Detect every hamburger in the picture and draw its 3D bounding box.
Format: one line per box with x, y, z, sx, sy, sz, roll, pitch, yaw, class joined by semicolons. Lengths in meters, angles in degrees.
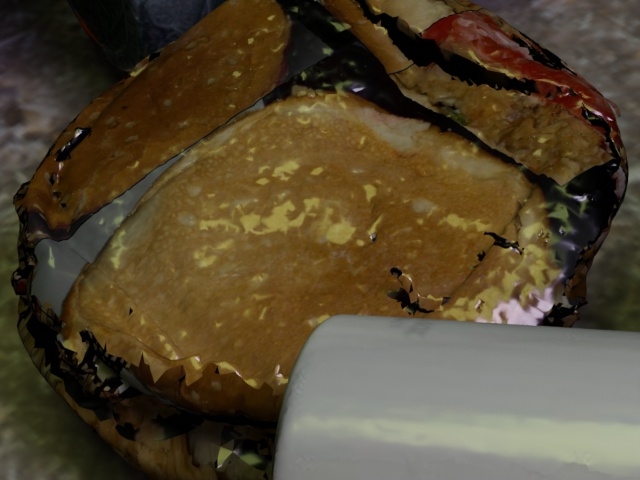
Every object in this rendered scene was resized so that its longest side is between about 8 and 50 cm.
0.000;0.000;0.690;0.231;0.107;0.231;-4;49;4;hamburger

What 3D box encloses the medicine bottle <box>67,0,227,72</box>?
0.021;-0.177;0.838;0.293;0.141;0.141;-29;48;-19;medicine bottle

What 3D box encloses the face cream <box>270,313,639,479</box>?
0.163;0.078;0.504;0.345;0.102;0.102;3;45;18;face cream
